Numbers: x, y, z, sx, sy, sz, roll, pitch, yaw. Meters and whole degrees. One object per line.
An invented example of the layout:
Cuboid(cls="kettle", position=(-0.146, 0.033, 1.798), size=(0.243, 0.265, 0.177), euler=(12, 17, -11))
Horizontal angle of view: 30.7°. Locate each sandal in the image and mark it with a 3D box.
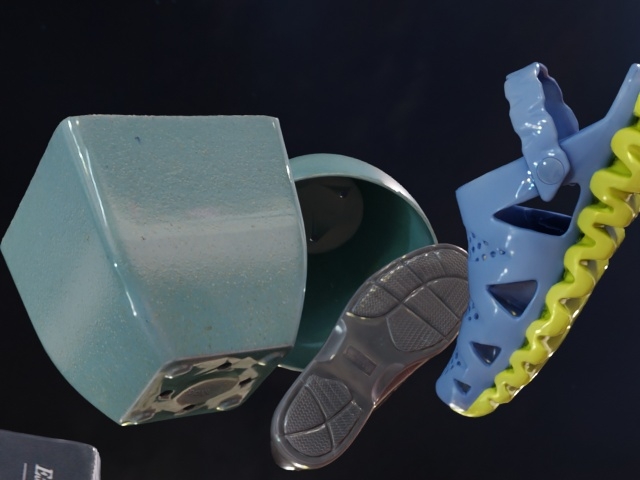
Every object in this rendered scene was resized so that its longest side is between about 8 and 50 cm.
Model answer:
Cuboid(cls="sandal", position=(0.165, -0.010, 0.915), size=(0.317, 0.138, 0.126), euler=(-64, -13, 12))

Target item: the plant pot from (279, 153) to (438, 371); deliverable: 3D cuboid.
Cuboid(cls="plant pot", position=(0.000, 0.000, 1.547), size=(0.290, 0.195, 0.290), euler=(-3, -61, -5))

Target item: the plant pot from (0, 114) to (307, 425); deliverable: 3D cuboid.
Cuboid(cls="plant pot", position=(-0.156, 0.045, 1.203), size=(0.247, 0.252, 0.247), euler=(-4, -30, -34))

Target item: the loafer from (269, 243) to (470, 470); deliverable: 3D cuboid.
Cuboid(cls="loafer", position=(0.049, 0.120, 1.224), size=(0.302, 0.109, 0.095), euler=(-45, -4, -25))

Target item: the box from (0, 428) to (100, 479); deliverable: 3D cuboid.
Cuboid(cls="box", position=(-0.318, 0.233, 0.527), size=(0.395, 0.294, 0.212), euler=(13, -58, -17))
